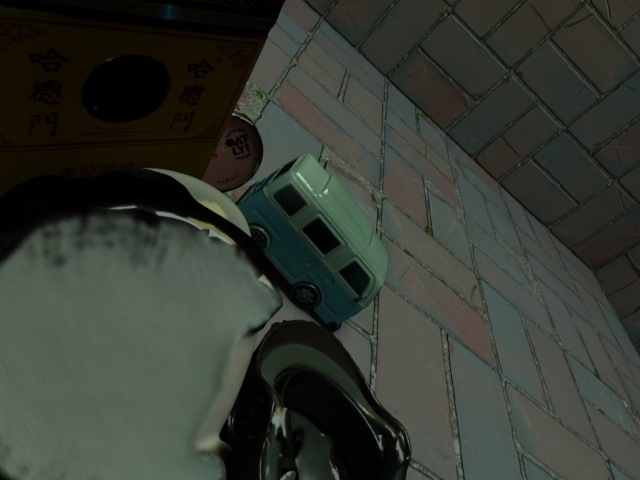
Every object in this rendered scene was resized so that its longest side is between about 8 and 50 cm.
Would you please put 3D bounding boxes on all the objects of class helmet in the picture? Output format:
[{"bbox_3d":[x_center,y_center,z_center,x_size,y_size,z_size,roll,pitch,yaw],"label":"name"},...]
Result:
[{"bbox_3d":[-0.022,0.246,0.513,0.225,0.177,0.305,31,24,-37],"label":"helmet"}]

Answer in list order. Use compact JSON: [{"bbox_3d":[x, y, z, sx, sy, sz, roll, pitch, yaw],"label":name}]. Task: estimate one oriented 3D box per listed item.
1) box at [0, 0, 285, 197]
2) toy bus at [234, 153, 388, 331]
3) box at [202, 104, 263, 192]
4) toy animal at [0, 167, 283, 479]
[{"bbox_3d":[-0.207,-0.173,0.492,0.265,0.415,0.115,-11,61,-41],"label":"box"},{"bbox_3d":[0.000,0.000,0.849,0.271,0.165,0.133,50,27,-15],"label":"toy bus"},{"bbox_3d":[-0.183,-0.176,0.871,0.151,0.151,0.135,25,26,-35],"label":"box"},{"bbox_3d":[-0.169,0.047,0.443,0.251,0.250,0.310,35,-7,-21],"label":"toy animal"}]
